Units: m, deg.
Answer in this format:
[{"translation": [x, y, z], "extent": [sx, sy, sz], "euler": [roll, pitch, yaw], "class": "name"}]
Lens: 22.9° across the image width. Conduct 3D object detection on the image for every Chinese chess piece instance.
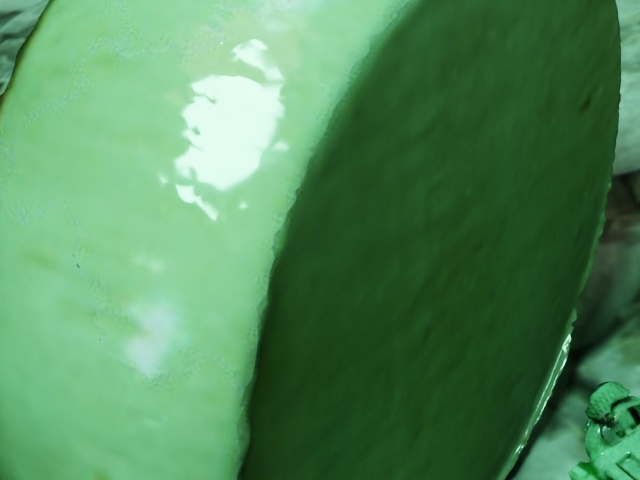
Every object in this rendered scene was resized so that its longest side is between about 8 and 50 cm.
[{"translation": [0.000, 0.000, 0.681], "extent": [0.146, 0.349, 0.349], "euler": [20, 55, 28], "class": "Chinese chess piece"}]

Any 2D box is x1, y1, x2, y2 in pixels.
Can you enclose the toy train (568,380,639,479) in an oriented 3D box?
[{"translation": [0.178, 0.103, 0.706], "extent": [0.149, 0.081, 0.099], "euler": [-32, 40, -20], "class": "toy train"}]
